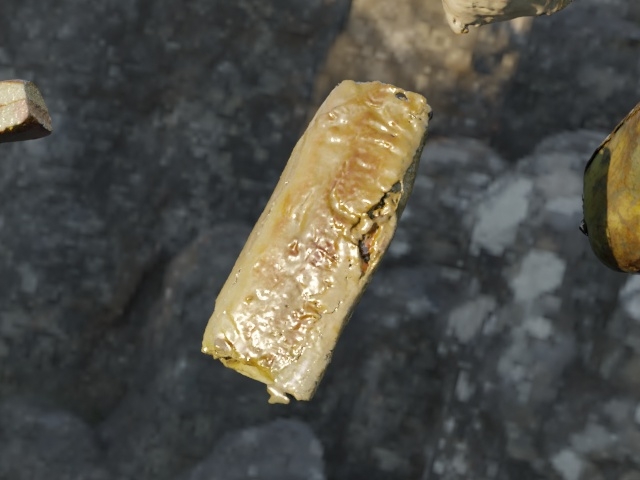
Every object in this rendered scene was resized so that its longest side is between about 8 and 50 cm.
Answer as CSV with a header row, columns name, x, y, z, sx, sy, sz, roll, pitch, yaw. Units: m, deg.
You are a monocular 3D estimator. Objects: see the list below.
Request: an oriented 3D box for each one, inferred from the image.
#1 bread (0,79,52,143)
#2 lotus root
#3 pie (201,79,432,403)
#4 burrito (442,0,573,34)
name,x,y,z,sx,sy,sz,roll,pitch,yaw
bread,-0.248,-0.103,1.207,0.109,0.043,0.062,-11,-7,-45
lotus root,0.355,-0.066,1.416,0.152,0.160,0.275,-6,-22,-21
pie,0.000,0.000,1.256,0.128,0.282,0.068,20,-14,27
burrito,0.105,-0.266,1.024,0.105,0.143,0.299,33,-13,33
